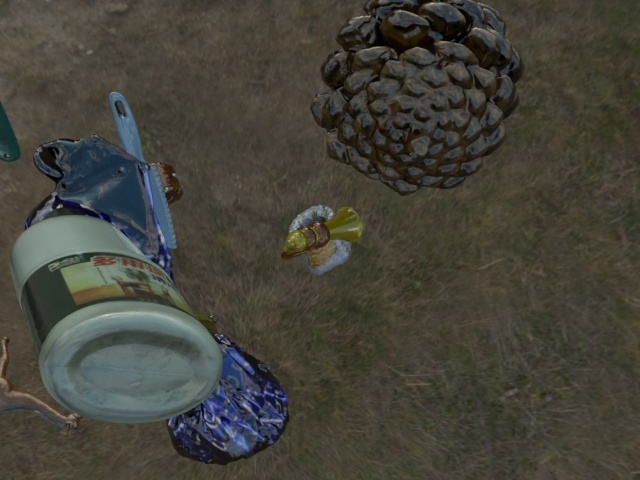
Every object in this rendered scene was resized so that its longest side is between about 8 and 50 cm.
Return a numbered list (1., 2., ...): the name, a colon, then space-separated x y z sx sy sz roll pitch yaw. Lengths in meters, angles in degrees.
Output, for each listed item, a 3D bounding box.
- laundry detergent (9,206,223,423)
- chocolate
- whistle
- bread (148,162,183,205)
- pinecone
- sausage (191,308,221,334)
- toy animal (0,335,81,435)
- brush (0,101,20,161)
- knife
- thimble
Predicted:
1. laundry detergent: -0.145 0.031 0.501 0.099 0.226 0.070 4 108 -30
2. chocolate: -0.153 0.063 0.699 0.148 0.126 0.343 -38 118 -17
3. whistle: -0.007 -0.007 0.938 0.109 0.057 0.046 -19 100 -38
4. bread: -0.378 -0.105 1.663 0.161 0.160 0.073 -21 81 -9
5. pinecone: 0.121 -0.177 0.905 0.243 0.243 0.257 44 34 4
6. sausage: -0.298 0.188 1.583 0.125 0.317 0.117 -19 79 4
7. toy animal: -0.569 0.281 1.442 0.224 0.066 0.229 -13 54 -23
8. brush: -0.399 -0.142 0.929 0.043 0.193 0.032 -4 60 -6
9. knife: -0.307 -0.116 1.366 0.045 0.019 0.312 -17 119 -8
10. thimble: 0.001 -0.002 1.893 0.127 0.151 0.117 -28 120 7
